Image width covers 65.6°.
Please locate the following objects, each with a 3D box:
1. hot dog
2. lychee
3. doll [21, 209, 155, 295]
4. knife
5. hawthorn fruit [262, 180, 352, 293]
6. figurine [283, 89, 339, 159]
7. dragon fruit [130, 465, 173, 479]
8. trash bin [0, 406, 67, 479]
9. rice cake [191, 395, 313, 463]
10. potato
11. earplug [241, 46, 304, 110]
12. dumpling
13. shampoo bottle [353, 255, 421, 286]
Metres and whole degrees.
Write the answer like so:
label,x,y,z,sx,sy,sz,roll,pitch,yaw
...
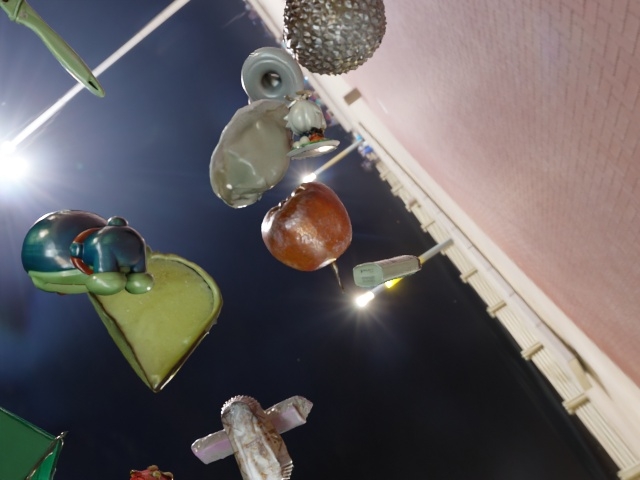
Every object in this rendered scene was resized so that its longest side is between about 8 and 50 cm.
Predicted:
label,x,y,z,sx,sy,sz,roll,pitch,yaw
hot dog,-0.162,0.499,1.221,0.252,0.131,0.069,57,175,21
lychee,0.039,-0.593,1.332,0.300,0.300,0.300,53,-171,-12
doll,-0.496,0.027,1.058,0.198,0.322,0.186,11,-100,-65
knife,-0.433,-0.329,0.729,0.293,0.020,0.043,51,-130,-25
hawthorn fruit,-0.019,-0.036,1.321,0.235,0.263,0.231,114,167,-56
figurine,-0.034,-0.278,1.163,0.132,0.132,0.153,-22,-82,-81
dragon fruit,-0.526,0.811,1.579,0.207,0.133,0.150,55,-133,-25
trash bin,-0.654,0.359,0.821,0.381,0.259,0.295,26,-154,-5
rice cake,-0.187,0.515,1.337,0.072,0.365,0.056,55,-165,-31
potato,-0.423,0.190,1.336,0.330,0.280,0.213,54,154,1
earplug,-0.159,-0.533,1.729,0.214,0.175,0.325,14,161,1
dumpling,-0.182,-0.223,1.231,0.204,0.293,0.163,17,-163,-32
shampoo bottle,0.228,0.101,1.707,0.359,0.134,0.078,-6,-94,-59
